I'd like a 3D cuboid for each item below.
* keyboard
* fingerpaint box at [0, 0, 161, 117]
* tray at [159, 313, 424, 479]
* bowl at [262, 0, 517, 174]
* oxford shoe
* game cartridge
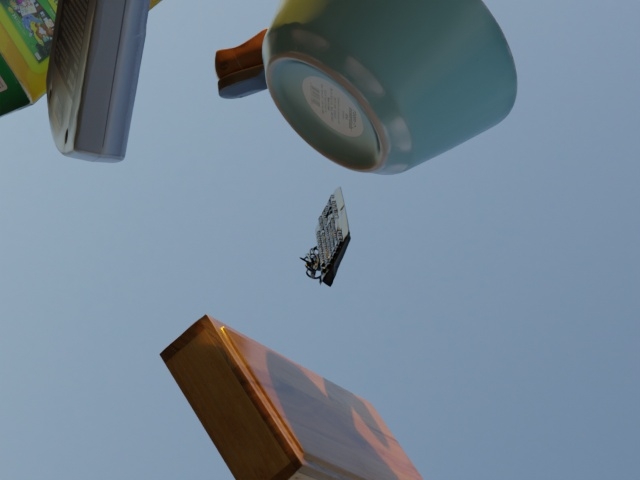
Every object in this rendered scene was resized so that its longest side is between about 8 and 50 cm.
[{"bbox_3d":[0.000,0.000,1.870,0.192,0.038,0.100,-97,-153,-72],"label":"keyboard"},{"bbox_3d":[-0.410,-0.419,1.882,0.163,0.445,0.371,-15,-156,40],"label":"fingerpaint box"},{"bbox_3d":[0.000,0.226,1.691,0.076,0.411,0.203,-42,-121,9],"label":"tray"},{"bbox_3d":[0.053,-0.196,1.770,0.163,0.311,0.311,-47,-149,-22],"label":"bowl"},{"bbox_3d":[-0.041,-0.254,2.037,0.212,0.076,0.076,-14,-107,1],"label":"oxford shoe"},{"bbox_3d":[-0.209,-0.179,1.420,0.294,0.060,0.196,-129,-128,-67],"label":"game cartridge"}]
